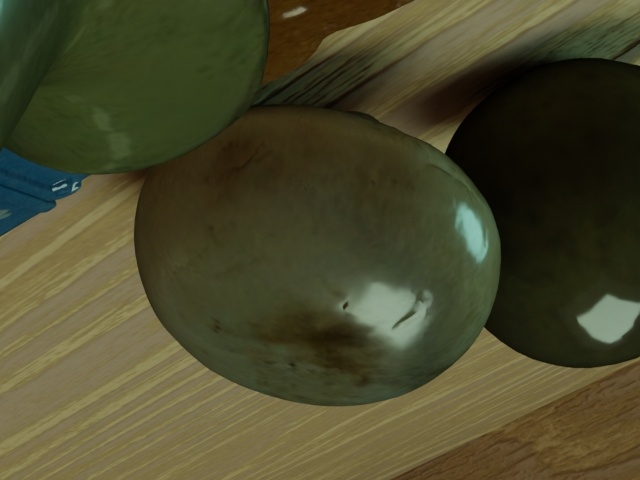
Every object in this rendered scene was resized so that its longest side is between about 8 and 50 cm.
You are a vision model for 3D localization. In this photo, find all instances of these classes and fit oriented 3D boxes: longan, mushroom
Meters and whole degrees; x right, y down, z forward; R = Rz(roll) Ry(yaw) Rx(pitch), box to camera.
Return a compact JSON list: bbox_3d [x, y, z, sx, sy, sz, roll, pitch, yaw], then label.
[{"bbox_3d":[0.175,-0.024,1.317,0.220,0.196,0.196,-52,180,-24],"label":"longan"},{"bbox_3d":[0.000,0.000,1.208,0.226,0.178,0.226,16,151,9],"label":"mushroom"}]

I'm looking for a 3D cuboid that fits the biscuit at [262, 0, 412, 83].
[{"bbox_3d":[0.001,-0.147,0.881,0.202,0.047,0.334,-8,160,-41],"label":"biscuit"}]

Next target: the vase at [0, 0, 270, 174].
[{"bbox_3d":[-0.143,-0.117,0.487,0.302,0.241,0.329,-25,147,-42],"label":"vase"}]

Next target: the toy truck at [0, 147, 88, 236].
[{"bbox_3d":[-0.256,-0.015,0.809,0.367,0.146,0.175,-27,170,25],"label":"toy truck"}]
